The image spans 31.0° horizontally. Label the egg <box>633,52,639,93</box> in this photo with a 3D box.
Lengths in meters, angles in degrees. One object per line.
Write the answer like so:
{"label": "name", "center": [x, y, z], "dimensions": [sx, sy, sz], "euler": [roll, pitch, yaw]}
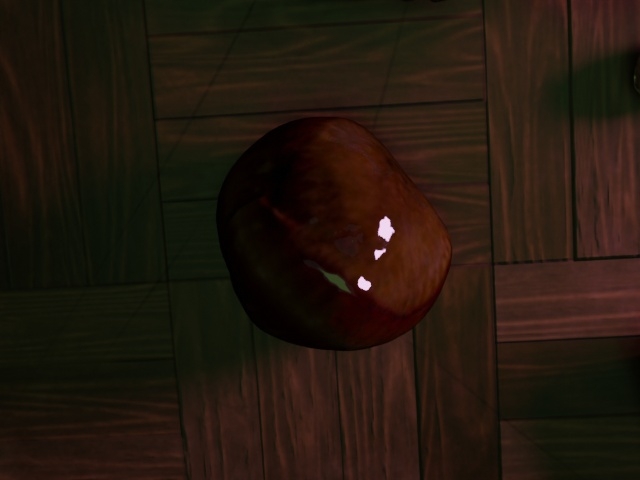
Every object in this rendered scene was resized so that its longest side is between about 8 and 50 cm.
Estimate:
{"label": "egg", "center": [0.343, -0.159, 1.101], "dimensions": [0.083, 0.071, 0.071], "euler": [-1, 100, 0]}

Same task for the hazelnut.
{"label": "hazelnut", "center": [0.000, 0.000, 1.090], "dimensions": [0.229, 0.229, 0.229], "euler": [0, 100, 3]}

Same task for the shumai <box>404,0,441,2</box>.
{"label": "shumai", "center": [0.036, -0.302, 1.064], "dimensions": [0.175, 0.166, 0.206], "euler": [-16, 98, 28]}
